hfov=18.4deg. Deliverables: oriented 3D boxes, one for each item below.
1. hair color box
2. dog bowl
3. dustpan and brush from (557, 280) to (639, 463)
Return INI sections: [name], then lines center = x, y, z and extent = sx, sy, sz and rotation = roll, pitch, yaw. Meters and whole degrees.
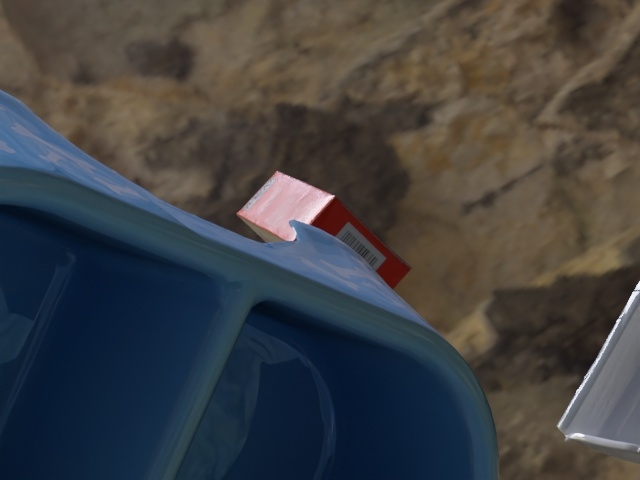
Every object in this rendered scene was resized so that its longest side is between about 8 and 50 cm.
[hair color box]
center = 0.000, 0.000, 1.263
extent = 0.072, 0.043, 0.141
rotation = 44, -6, -18
[dog bowl]
center = -0.063, 0.059, 0.596
extent = 0.074, 0.297, 0.166
rotation = 24, -89, 52
[dustpan and brush]
center = 0.218, 0.049, 0.828
extent = 0.211, 0.147, 0.060
rotation = 20, -28, 27
